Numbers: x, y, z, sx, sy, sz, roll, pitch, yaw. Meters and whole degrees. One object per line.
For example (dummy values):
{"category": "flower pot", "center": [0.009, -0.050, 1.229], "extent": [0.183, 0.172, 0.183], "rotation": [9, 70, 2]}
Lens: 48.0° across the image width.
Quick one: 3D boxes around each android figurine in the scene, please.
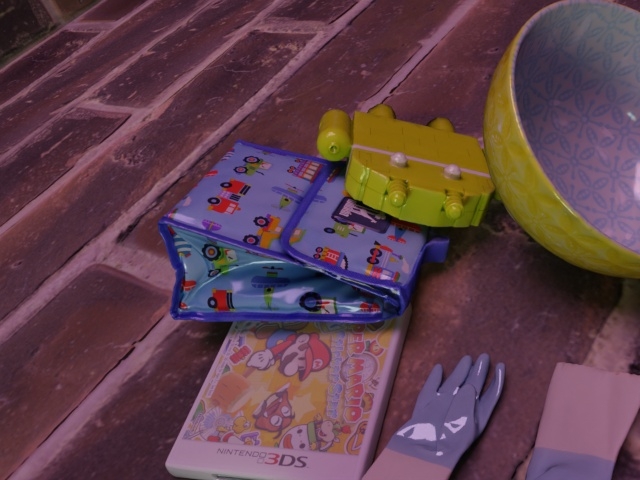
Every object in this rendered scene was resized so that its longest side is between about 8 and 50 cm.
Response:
{"category": "android figurine", "center": [0.115, -0.095, 0.862], "extent": [0.248, 0.056, 0.273], "rotation": [13, 28, -2]}

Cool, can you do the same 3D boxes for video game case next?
{"category": "video game case", "center": [-0.027, 0.147, 0.742], "extent": [0.206, 0.026, 0.227], "rotation": [-2, 41, 24]}

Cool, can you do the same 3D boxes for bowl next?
{"category": "bowl", "center": [0.273, -0.079, 0.733], "extent": [0.289, 0.289, 0.156], "rotation": [-50, 1, -31]}

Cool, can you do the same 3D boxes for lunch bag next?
{"category": "lunch bag", "center": [0.000, 0.000, 0.831], "extent": [0.293, 0.138, 0.221], "rotation": [8, 32, 14]}

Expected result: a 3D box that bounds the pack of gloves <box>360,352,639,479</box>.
{"category": "pack of gloves", "center": [0.145, 0.192, 0.602], "extent": [0.195, 0.046, 0.232], "rotation": [4, 38, 40]}
